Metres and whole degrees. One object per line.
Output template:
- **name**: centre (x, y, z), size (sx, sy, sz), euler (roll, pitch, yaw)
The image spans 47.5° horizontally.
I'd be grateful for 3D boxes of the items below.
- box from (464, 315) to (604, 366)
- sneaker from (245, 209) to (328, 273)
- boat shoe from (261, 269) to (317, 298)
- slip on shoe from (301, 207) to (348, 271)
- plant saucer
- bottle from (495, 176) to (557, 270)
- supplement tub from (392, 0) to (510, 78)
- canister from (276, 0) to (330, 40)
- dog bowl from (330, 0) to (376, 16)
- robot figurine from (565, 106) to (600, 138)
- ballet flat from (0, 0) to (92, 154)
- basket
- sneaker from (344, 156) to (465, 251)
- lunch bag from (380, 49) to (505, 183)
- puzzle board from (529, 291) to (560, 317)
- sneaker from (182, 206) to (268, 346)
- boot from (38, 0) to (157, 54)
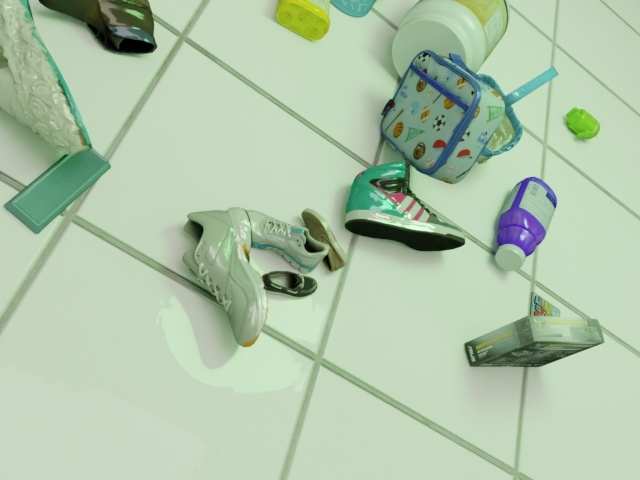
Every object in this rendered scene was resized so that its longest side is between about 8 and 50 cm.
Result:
- **box**: centre (0.452, 0.217, 1.540), size (0.231, 0.183, 0.056), euler (6, 62, -33)
- **sneaker**: centre (-0.067, -0.013, 1.354), size (0.191, 0.083, 0.071), euler (27, 53, -20)
- **boat shoe**: centre (-0.054, 0.077, 1.341), size (0.125, 0.038, 0.046), euler (11, 59, -32)
- **slip on shoe**: centre (0.000, 0.000, 1.423), size (0.041, 0.051, 0.135), euler (-35, 94, -31)
- **plant saucer**: centre (-0.420, -0.093, 1.181), size (0.067, 0.018, 0.192), euler (43, 47, -9)
- **bottle**: centre (0.497, -0.039, 1.781), size (0.118, 0.092, 0.283), euler (42, 48, -9)
- **supplement tub**: centre (0.329, -0.526, 1.842), size (0.228, 0.228, 0.316), euler (45, 48, -7)
- **canister**: centre (-0.034, -0.566, 1.701), size (0.126, 0.073, 0.169), euler (23, 52, -25)
- **dog bowl**: centre (0.113, -0.692, 1.882), size (0.166, 0.074, 0.297), euler (46, 47, -6)
- **robot figurine**: centre (0.796, -0.352, 2.199), size (0.115, 0.067, 0.101), euler (32, 38, -18)
- **ballet flat**: centre (-0.499, -0.295, 1.185), size (0.147, 0.147, 0.408), euler (-14, 71, -41)
- **basket**: centre (0.405, -0.305, 1.730), size (0.255, 0.289, 0.201), euler (-31, 86, -43)
- **sneaker**: centre (0.184, -0.084, 1.561), size (0.296, 0.124, 0.178), euler (14, 67, -29)
- **lunch bag**: centre (0.257, -0.282, 1.595), size (0.115, 0.243, 0.303), euler (14, 25, -31)
- **puzzle board**: centre (0.537, 0.195, 1.732), size (0.096, 0.011, 0.128), euler (32, 51, -18)
- **sneaker**: centre (-0.172, 0.062, 1.237), size (0.121, 0.099, 0.262), euler (0, 57, -28)
- **boot**: centre (-0.398, -0.406, 1.333), size (0.219, 0.082, 0.106), euler (-5, 66, -40)
